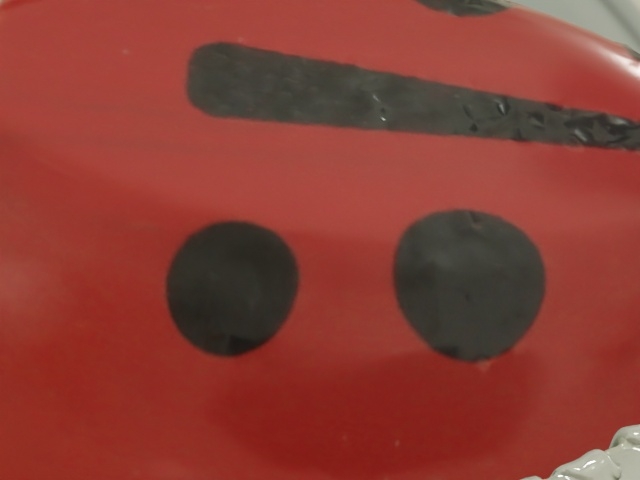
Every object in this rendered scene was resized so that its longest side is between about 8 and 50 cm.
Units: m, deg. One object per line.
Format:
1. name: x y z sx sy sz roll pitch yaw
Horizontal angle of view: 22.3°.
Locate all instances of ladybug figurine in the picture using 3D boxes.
1. ladybug figurine: 0.000 0.000 0.645 0.449 0.305 0.162 4 -43 -7

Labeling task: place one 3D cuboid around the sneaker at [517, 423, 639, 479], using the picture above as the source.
1. sneaker: 0.068 0.097 0.428 0.228 0.092 0.087 4 -20 1
